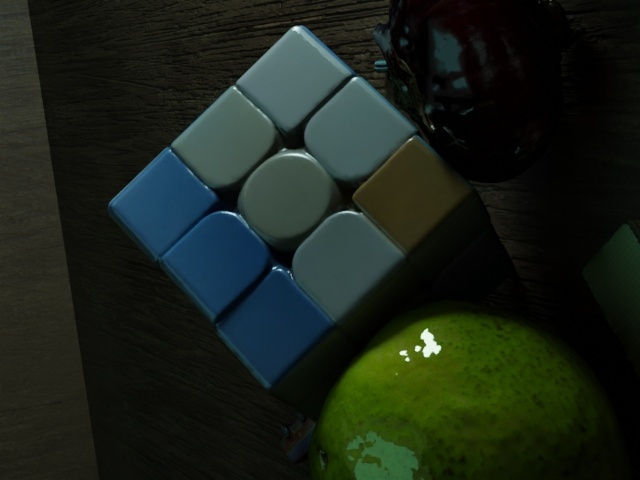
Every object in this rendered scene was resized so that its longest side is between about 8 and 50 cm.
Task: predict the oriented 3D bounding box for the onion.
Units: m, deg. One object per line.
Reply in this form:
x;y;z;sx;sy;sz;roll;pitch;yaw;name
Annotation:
0.196;-0.222;1.539;0.314;0.232;0.313;159;90;-84;onion

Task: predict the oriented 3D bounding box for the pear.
0.182;0.268;1.478;0.391;0.391;0.391;31;127;54;pear

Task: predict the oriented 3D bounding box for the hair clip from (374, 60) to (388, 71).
0.132;-0.276;1.812;0.229;0.039;0.070;-32;73;62;hair clip

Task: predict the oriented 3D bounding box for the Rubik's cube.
0.000;0.000;1.639;0.344;0.347;0.346;45;178;23;Rubik's cube

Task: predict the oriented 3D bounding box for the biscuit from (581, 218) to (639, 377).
0.387;0.083;1.476;0.199;0.041;0.121;66;152;25;biscuit

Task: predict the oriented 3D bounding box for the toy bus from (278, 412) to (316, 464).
-0.016;0.341;2.294;0.077;0.065;0.192;57;147;15;toy bus

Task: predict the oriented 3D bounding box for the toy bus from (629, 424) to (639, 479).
0.432;0.270;1.414;0.178;0.087;0.098;35;124;55;toy bus
